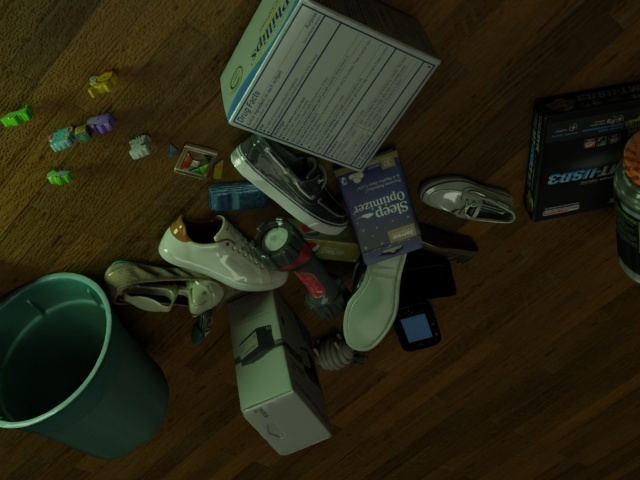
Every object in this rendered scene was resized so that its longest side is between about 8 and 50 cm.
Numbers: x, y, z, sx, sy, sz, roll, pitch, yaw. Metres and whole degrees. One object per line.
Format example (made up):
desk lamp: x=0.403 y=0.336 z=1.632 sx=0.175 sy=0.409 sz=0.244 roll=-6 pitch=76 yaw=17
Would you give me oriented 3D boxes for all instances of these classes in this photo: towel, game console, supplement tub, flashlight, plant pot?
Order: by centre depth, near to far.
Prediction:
towel: x=-0.169 y=-0.088 z=1.690 sx=0.119 sy=0.029 sz=0.067 roll=-5 pitch=135 yaw=-10
supplement tub: x=0.720 y=-0.068 z=1.718 sx=0.207 sy=0.207 sz=0.338 roll=-20 pitch=137 yaw=5
flashlight: x=-0.038 y=0.071 z=1.742 sx=0.103 sy=0.103 sz=0.304 roll=3 pitch=149 yaw=27
plant pot: x=-0.514 y=0.300 z=1.783 sx=0.341 sy=0.341 sz=0.334 roll=-23 pitch=141 yaw=8
game console: x=0.230 y=0.161 z=1.993 sx=0.213 sy=0.044 sz=0.361 roll=-9 pitch=140 yaw=13

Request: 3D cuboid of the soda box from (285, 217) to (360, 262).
soda box: x=0.000 y=0.000 z=1.793 sx=0.181 sy=0.061 sz=0.058 roll=6 pitch=132 yaw=-19

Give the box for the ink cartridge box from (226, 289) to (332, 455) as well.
ink cartridge box: x=-0.096 y=0.293 z=1.875 sx=0.129 sy=0.307 sz=0.223 roll=-24 pitch=134 yaw=9

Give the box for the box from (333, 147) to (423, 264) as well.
box: x=0.125 y=-0.064 z=1.713 sx=0.136 sy=0.036 sz=0.225 roll=-18 pitch=107 yaw=3

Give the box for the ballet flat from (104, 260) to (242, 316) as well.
ballet flat: x=-0.308 y=0.114 z=1.793 sx=0.315 sy=0.106 sz=0.108 roll=3 pitch=132 yaw=-17

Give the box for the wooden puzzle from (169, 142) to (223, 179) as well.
wooden puzzle: x=-0.243 y=-0.154 z=1.619 sx=0.116 sy=0.014 sz=0.079 roll=7 pitch=130 yaw=-20

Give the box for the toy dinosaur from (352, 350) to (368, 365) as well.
toy dinosaur: x=0.082 y=0.297 z=2.128 sx=0.090 sy=0.047 sz=0.082 roll=-5 pitch=156 yaw=39

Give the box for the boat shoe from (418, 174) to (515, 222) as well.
boat shoe: x=0.325 y=-0.085 z=1.786 sx=0.226 sy=0.076 sz=0.083 roll=4 pitch=131 yaw=-17

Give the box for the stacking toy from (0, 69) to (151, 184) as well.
stacking toy: x=-0.437 y=-0.201 z=1.505 sx=0.221 sy=0.052 sz=0.167 roll=-19 pitch=133 yaw=6

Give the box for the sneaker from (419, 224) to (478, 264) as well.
sneaker: x=0.269 y=0.020 z=1.880 sx=0.188 sy=0.066 sz=0.071 roll=15 pitch=133 yaw=-24

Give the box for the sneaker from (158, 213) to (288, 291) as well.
sneaker: x=-0.183 y=0.022 z=1.736 sx=0.290 sy=0.106 sz=0.123 roll=16 pitch=130 yaw=-25

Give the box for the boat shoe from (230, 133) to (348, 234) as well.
boat shoe: x=-0.036 y=-0.119 z=1.649 sx=0.102 sy=0.108 sz=0.301 roll=-39 pitch=123 yaw=24

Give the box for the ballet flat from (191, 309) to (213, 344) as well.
ballet flat: x=-0.273 y=0.202 z=1.934 sx=0.041 sy=0.041 sz=0.114 roll=4 pitch=132 yaw=-18

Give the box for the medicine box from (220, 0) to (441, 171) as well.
medicine box: x=0.012 y=-0.298 z=1.453 sx=0.289 sy=0.149 sz=0.263 roll=18 pitch=126 yaw=-27

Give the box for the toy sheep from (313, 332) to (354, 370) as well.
toy sheep: x=0.036 y=0.279 z=2.053 sx=0.132 sy=0.091 sz=0.091 roll=-18 pitch=138 yaw=29

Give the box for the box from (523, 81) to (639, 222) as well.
box: x=0.593 y=-0.188 z=1.763 sx=0.295 sy=0.073 sz=0.293 roll=-10 pitch=133 yaw=-4

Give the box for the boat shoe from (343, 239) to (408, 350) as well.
boat shoe: x=0.125 y=0.095 z=1.822 sx=0.114 sy=0.091 sz=0.303 roll=19 pitch=104 yaw=-5
